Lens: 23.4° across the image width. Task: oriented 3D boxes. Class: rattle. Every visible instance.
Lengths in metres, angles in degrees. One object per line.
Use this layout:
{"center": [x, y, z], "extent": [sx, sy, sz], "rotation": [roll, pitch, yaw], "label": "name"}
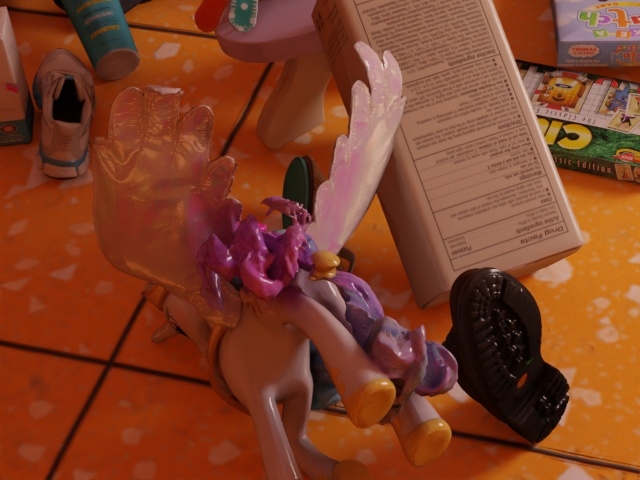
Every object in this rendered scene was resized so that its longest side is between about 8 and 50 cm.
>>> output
{"center": [-0.055, -0.314, 1.546], "extent": [0.200, 0.142, 0.130], "rotation": [-31, 56, -21], "label": "rattle"}

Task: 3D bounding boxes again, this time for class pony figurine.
{"center": [-0.037, 0.046, 1.275], "extent": [0.303, 0.351, 0.363], "rotation": [-8, 42, -33], "label": "pony figurine"}

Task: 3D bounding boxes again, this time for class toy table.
{"center": [0.033, -0.218, 1.628], "extent": [0.274, 0.161, 0.252], "rotation": [-22, 41, -4], "label": "toy table"}

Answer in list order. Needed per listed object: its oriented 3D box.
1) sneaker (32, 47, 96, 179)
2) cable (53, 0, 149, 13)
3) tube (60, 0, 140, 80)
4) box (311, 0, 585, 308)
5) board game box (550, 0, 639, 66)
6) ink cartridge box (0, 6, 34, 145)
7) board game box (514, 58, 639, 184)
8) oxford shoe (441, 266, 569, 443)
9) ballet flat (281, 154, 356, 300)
{"center": [-0.271, -0.156, 1.666], "extent": [0.071, 0.083, 0.190], "rotation": [2, 43, -16], "label": "sneaker"}
{"center": [-0.255, -0.339, 1.868], "extent": [0.150, 0.047, 0.184], "rotation": [39, 69, 23], "label": "cable"}
{"center": [-0.266, -0.277, 1.783], "extent": [0.080, 0.052, 0.207], "rotation": [-19, 60, -12], "label": "tube"}
{"center": [0.114, -0.107, 1.440], "extent": [0.148, 0.121, 0.311], "rotation": [-17, 83, -12], "label": "box"}
{"center": [0.340, -0.264, 1.733], "extent": [0.160, 0.039, 0.211], "rotation": [0, 39, 4], "label": "board game box"}
{"center": [-0.375, -0.185, 1.644], "extent": [0.104, 0.181, 0.061], "rotation": [-6, 44, 0], "label": "ink cartridge box"}
{"center": [0.244, -0.133, 1.634], "extent": [0.260, 0.030, 0.136], "rotation": [13, 49, 19], "label": "board game box"}
{"center": [0.134, 0.089, 1.284], "extent": [0.096, 0.227, 0.083], "rotation": [31, 69, 34], "label": "oxford shoe"}
{"center": [0.000, 0.000, 1.510], "extent": [0.067, 0.073, 0.206], "rotation": [16, 45, -17], "label": "ballet flat"}
